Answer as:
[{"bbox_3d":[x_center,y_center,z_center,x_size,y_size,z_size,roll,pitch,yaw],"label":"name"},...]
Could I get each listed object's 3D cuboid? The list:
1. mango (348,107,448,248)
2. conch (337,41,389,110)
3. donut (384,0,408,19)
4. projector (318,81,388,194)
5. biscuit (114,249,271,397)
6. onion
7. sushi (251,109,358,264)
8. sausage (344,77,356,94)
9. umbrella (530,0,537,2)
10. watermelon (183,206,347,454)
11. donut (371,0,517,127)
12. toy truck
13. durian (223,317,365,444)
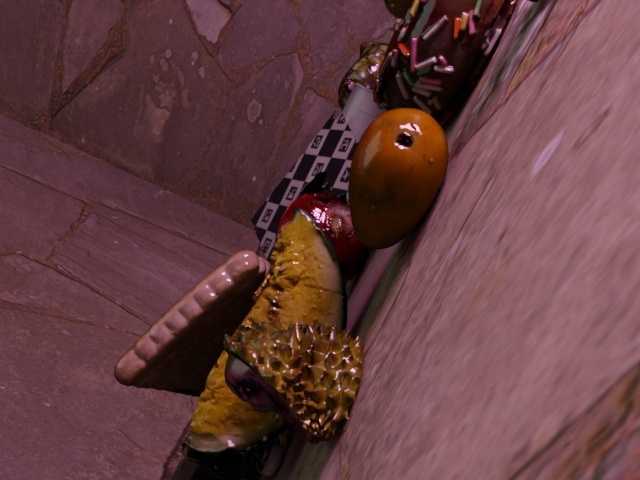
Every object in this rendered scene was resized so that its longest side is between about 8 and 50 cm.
[{"bbox_3d":[0.072,-0.054,0.783,0.111,0.090,0.163,-50,-21,-57],"label":"mango"},{"bbox_3d":[0.116,-0.313,1.613,0.187,0.124,0.181,10,-83,-70],"label":"conch"},{"bbox_3d":[0.189,-0.419,1.169,0.208,0.128,0.261,-66,5,-14],"label":"donut"},{"bbox_3d":[0.038,-0.105,1.402,0.108,0.108,0.337,-84,20,-79],"label":"projector"},{"bbox_3d":[-0.118,0.120,1.025,0.217,0.044,0.325,-45,-21,1],"label":"biscuit"},{"bbox_3d":[0.000,0.000,1.050,0.131,0.131,0.131,-155,90,-86],"label":"onion"},{"bbox_3d":[0.003,-0.049,1.296,0.264,0.050,0.290,-51,31,18],"label":"sushi"},{"bbox_3d":[0.091,-0.250,1.467,0.028,0.025,0.198,-37,-31,12],"label":"sausage"},{"bbox_3d":[0.213,-0.312,0.661,0.071,0.080,0.224,-13,-37,-49],"label":"umbrella"},{"bbox_3d":[-0.044,0.122,0.904,0.301,0.129,0.123,-63,7,-2],"label":"watermelon"},{"bbox_3d":[0.144,-0.253,0.923,0.269,0.103,0.269,-64,6,12],"label":"donut"},{"bbox_3d":[-0.139,0.304,1.061,0.157,0.124,0.272,-86,21,-65],"label":"toy truck"},{"bbox_3d":[-0.033,0.111,0.768,0.119,0.108,0.187,-52,17,-14],"label":"durian"}]
